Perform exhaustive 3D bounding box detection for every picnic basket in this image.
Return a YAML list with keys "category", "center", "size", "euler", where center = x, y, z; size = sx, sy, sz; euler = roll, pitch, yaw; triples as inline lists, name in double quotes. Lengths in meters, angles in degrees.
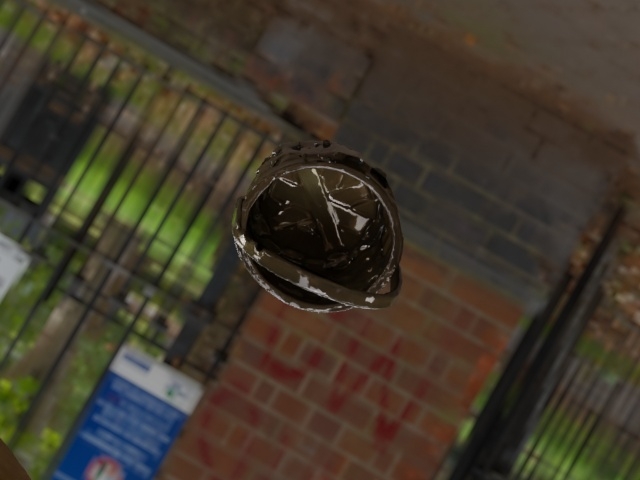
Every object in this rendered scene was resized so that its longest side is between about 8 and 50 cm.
- category: "picnic basket"
  center: [0.000, 0.000, 0.645]
  size: [0.072, 0.072, 0.083]
  euler: [31, -160, -10]

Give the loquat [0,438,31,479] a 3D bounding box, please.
- category: "loquat"
  center: [-0.189, 0.134, 0.429]
  size: [0.263, 0.263, 0.263]
  euler: [30, 176, 2]
